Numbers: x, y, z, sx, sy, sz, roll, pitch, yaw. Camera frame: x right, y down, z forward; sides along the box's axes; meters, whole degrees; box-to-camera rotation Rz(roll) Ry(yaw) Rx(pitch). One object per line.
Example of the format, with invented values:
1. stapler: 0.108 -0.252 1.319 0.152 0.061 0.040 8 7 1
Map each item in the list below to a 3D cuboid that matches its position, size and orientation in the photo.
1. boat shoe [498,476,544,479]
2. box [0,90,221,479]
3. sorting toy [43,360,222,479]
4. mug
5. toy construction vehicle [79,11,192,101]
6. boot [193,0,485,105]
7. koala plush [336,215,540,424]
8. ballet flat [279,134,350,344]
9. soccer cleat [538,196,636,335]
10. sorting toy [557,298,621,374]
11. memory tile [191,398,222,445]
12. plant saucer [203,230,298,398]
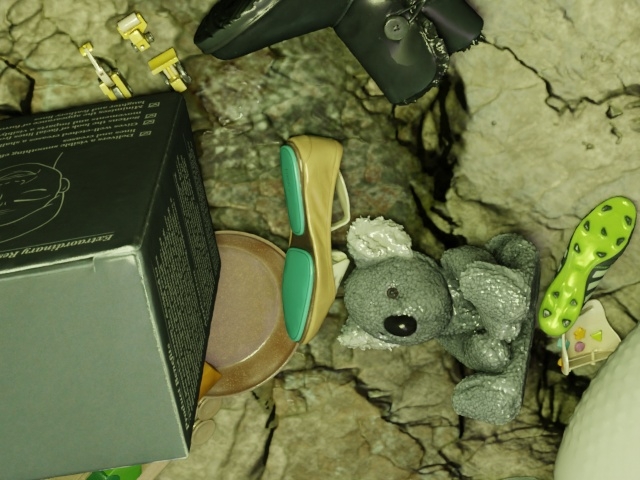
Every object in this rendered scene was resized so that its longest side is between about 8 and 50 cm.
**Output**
1. boat shoe: 0.301 0.349 1.978 0.226 0.083 0.076 4 117 -12
2. box: -0.267 0.039 1.507 0.293 0.395 0.212 -9 114 6
3. sorting toy: -0.238 0.238 1.691 0.307 0.041 0.229 -47 150 0
4. mug: 0.456 0.223 1.839 0.328 0.276 0.374 -47 153 8
5. toy construction vehicle: -0.190 -0.178 1.636 0.086 0.035 0.098 -28 119 6
6. boot: 0.024 -0.210 1.619 0.246 0.094 0.207 -38 114 5
7. koala plush: 0.127 0.070 1.767 0.221 0.203 0.196 6 119 11
8. ballet flat: 0.000 0.000 1.723 0.073 0.080 0.232 -7 106 -24
9. soccer cleat: 0.302 0.028 1.822 0.060 0.072 0.179 31 90 6
10. sorting toy: 0.311 0.110 1.876 0.083 0.045 0.075 -13 106 -24
11. memory tile: -0.171 0.203 1.816 0.148 0.012 0.113 -15 129 -43
12. plant saucer: -0.114 0.079 1.772 0.198 0.036 0.198 -5 109 -14
